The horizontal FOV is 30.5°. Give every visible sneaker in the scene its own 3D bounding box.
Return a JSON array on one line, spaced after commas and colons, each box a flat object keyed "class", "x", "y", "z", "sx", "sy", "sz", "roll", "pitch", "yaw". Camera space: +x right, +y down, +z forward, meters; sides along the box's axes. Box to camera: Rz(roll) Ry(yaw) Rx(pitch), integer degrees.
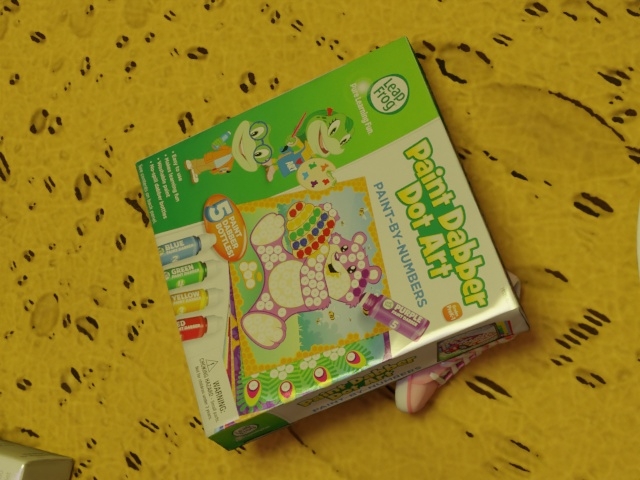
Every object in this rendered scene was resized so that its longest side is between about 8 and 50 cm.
[{"class": "sneaker", "x": 0.108, "y": 0.076, "z": 0.886, "sx": 0.070, "sy": 0.051, "sz": 0.134, "roll": 21, "pitch": 83, "yaw": 22}]

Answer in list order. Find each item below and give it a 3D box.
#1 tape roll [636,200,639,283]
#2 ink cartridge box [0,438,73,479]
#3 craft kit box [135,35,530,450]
[{"class": "tape roll", "x": 0.410, "y": 0.005, "z": 0.778, "sx": 0.391, "sy": 0.072, "sz": 0.392, "roll": -4, "pitch": 81, "yaw": 24}, {"class": "ink cartridge box", "x": -0.333, "y": 0.230, "z": 0.957, "sx": 0.219, "sy": 0.092, "sz": 0.160, "roll": 11, "pitch": 84, "yaw": 16}, {"class": "craft kit box", "x": 0.000, "y": 0.000, "z": 0.898, "sx": 0.246, "sy": 0.061, "sz": 0.250, "roll": -23, "pitch": 62, "yaw": 7}]
